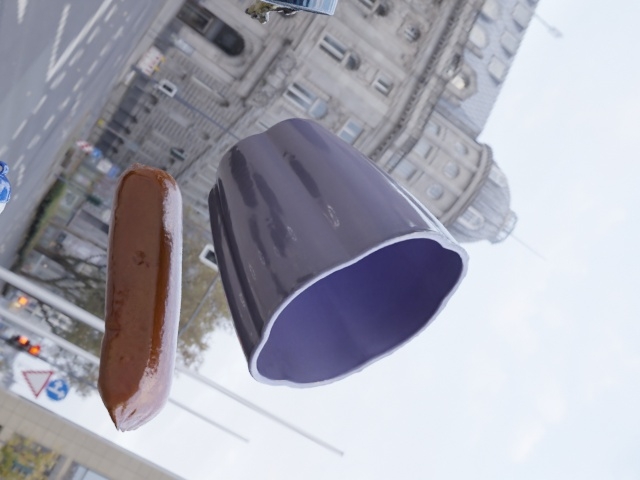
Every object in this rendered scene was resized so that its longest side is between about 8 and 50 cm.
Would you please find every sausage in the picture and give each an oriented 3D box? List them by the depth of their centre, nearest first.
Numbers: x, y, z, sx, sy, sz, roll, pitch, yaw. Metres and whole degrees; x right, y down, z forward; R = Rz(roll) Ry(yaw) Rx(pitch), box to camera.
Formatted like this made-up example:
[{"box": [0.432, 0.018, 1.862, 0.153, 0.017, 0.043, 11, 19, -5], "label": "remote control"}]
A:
[{"box": [-0.220, 0.060, 0.869, 0.097, 0.094, 0.348, 59, 25, -67], "label": "sausage"}]

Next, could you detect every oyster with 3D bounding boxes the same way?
[{"box": [-0.082, -0.467, 1.263, 0.163, 0.081, 0.191, -42, -146, -12], "label": "oyster"}]

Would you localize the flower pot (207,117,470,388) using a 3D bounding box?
[{"box": [0.000, 0.000, 0.801, 0.265, 0.265, 0.243, -47, -128, 26], "label": "flower pot"}]

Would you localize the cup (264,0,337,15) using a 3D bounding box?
[{"box": [-0.033, -0.397, 0.942, 0.177, 0.131, 0.155, 25, -71, 43], "label": "cup"}]

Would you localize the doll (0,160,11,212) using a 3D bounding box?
[{"box": [-0.328, -0.013, 0.635, 0.143, 0.099, 0.057, -54, 174, 4], "label": "doll"}]
